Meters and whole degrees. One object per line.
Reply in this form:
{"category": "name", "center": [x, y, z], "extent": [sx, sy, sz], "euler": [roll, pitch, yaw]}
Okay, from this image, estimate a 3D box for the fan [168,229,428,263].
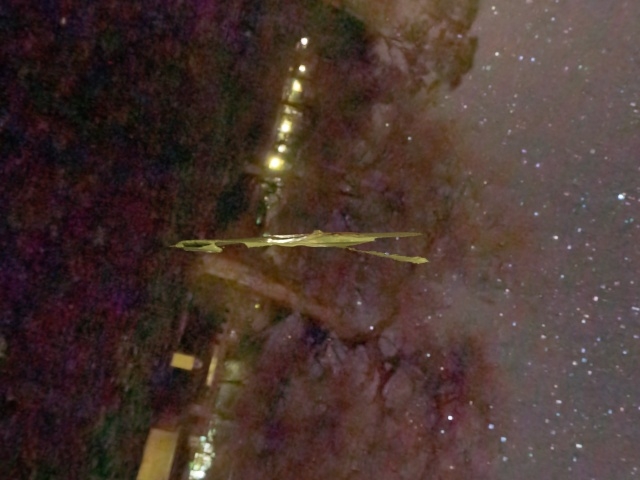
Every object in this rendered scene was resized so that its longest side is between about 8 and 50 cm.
{"category": "fan", "center": [0.000, -0.001, 0.315], "extent": [0.310, 0.182, 0.010], "euler": [-173, -101, -77]}
